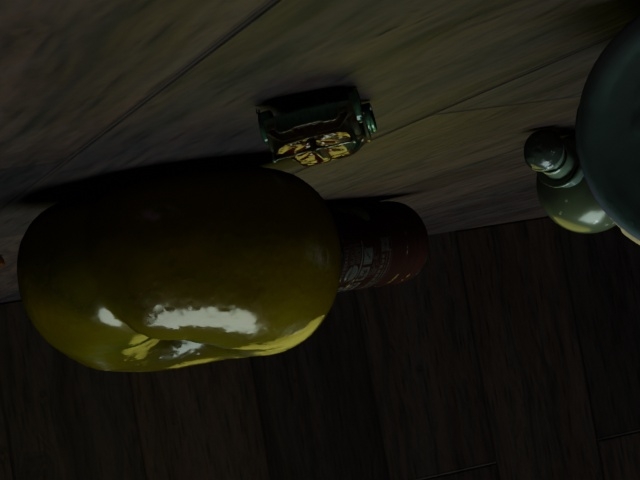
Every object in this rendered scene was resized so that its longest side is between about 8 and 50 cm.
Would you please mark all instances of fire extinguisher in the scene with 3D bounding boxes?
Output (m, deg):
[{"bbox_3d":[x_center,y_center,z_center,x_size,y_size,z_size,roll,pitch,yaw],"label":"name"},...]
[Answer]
[{"bbox_3d":[0.000,0.000,1.689,0.138,0.102,0.344,-49,156,27],"label":"fire extinguisher"}]

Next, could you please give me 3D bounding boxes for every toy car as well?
[{"bbox_3d":[0.000,-0.061,0.879,0.059,0.035,0.122,-14,175,7],"label":"toy car"}]

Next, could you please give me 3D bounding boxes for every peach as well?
[{"bbox_3d":[-0.108,0.021,1.153,0.251,0.153,0.251,-5,162,-2],"label":"peach"}]

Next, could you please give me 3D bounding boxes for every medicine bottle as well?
[{"bbox_3d":[0.203,-0.054,0.763,0.135,0.135,0.168,-11,176,20],"label":"medicine bottle"}]

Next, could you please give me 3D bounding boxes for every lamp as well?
[{"bbox_3d":[0.218,-0.061,1.326,0.091,0.091,0.163,-11,161,26],"label":"lamp"}]

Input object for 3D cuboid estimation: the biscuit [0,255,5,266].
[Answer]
[{"bbox_3d":[-0.388,0.031,1.643,0.091,0.015,0.078,-11,178,16],"label":"biscuit"}]
